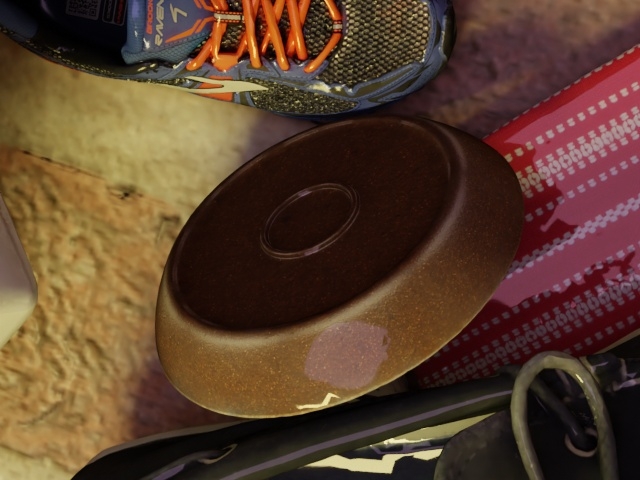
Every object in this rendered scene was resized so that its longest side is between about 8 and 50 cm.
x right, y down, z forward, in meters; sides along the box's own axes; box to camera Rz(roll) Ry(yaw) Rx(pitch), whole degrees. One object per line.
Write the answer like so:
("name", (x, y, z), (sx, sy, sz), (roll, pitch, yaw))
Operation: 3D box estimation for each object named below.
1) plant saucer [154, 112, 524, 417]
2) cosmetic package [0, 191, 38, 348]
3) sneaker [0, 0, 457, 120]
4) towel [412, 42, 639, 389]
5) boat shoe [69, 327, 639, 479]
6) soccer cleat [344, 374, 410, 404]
("plant saucer", (0.000, 0.000, 0.570), (0.168, 0.168, 0.029), (-19, 127, 17))
("cosmetic package", (-0.377, -0.014, 0.462), (0.329, 0.394, 0.327), (-44, 66, 44))
("sneaker", (-0.051, -0.094, 0.605), (0.221, 0.087, 0.083), (4, 100, 15))
("towel", (0.155, 0.064, 0.604), (0.199, 0.031, 0.274), (-31, 88, 18))
("boat shoe", (0.101, 0.126, 0.532), (0.500, 0.156, 0.186), (-11, 94, 16))
("soccer cleat", (0.032, 0.076, 0.639), (0.083, 0.029, 0.035), (42, 110, 10))
